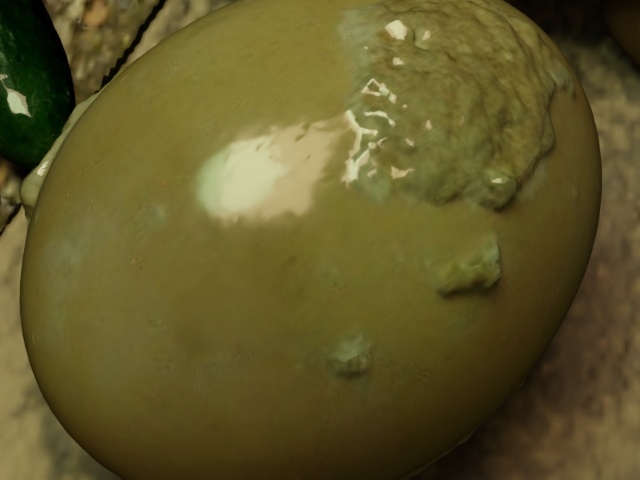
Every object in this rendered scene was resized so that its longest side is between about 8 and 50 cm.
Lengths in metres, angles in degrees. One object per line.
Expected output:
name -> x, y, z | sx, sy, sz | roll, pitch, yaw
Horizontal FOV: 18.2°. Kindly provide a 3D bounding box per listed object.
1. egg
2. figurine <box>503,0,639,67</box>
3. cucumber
egg -> -0.002, -0.003, 0.629 | 0.201, 0.164, 0.164 | -35, 58, -21
figurine -> 0.032, -0.171, 0.716 | 0.173, 0.247, 0.177 | -21, 52, 4
cucumber -> -0.150, -0.134, 0.805 | 0.056, 0.056, 0.284 | -18, 53, -9
